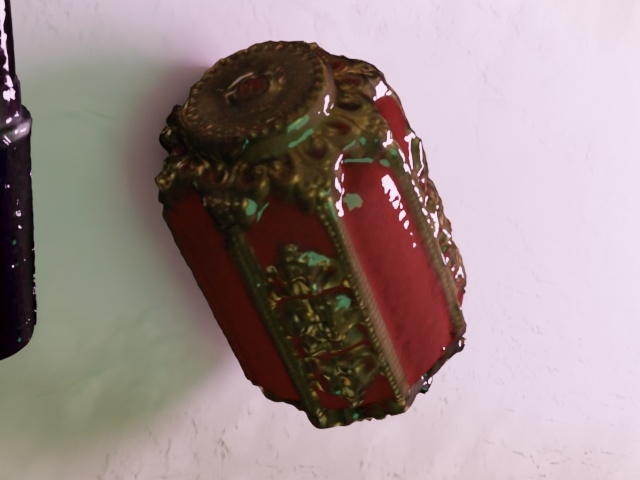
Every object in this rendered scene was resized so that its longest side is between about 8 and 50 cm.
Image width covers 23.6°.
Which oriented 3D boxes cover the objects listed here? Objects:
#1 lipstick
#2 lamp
[{"bbox_3d":[-0.195,-0.074,0.819,0.081,0.081,0.300,-21,124,-42],"label":"lipstick"},{"bbox_3d":[0.000,0.000,1.016,0.177,0.177,0.274,-46,134,-25],"label":"lamp"}]
